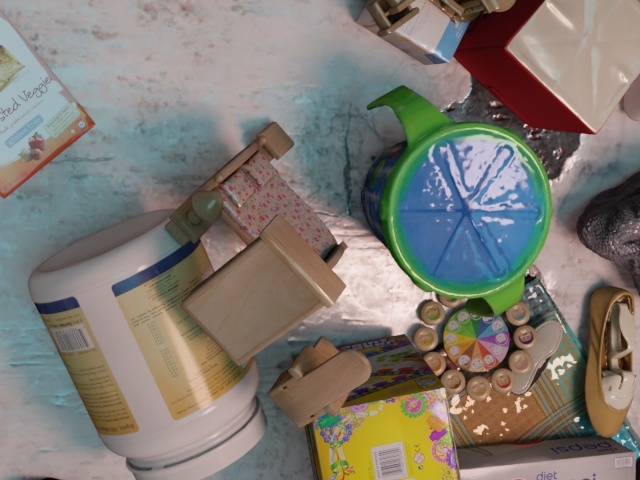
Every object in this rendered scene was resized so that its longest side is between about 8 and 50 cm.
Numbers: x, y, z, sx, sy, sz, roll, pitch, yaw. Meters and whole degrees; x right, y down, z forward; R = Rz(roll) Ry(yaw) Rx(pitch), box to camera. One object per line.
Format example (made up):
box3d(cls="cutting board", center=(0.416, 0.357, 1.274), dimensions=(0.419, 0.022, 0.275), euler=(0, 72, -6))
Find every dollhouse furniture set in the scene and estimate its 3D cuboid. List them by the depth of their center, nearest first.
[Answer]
box3d(cls="dollhouse furniture set", center=(0.000, 0.000, 1.455), dimensions=(0.303, 0.355, 0.174), euler=(48, 127, -7))
box3d(cls="dollhouse furniture set", center=(0.172, -0.310, 1.480), dimensions=(0.161, 0.182, 0.101), euler=(-38, 103, -12))

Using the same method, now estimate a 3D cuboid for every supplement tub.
box3d(cls="supplement tub", center=(-0.217, 0.141, 1.509), dimensions=(0.228, 0.228, 0.316), euler=(-25, 104, -11))

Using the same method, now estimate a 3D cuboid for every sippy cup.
box3d(cls="sippy cup", center=(0.165, -0.052, 1.591), dimensions=(0.240, 0.224, 0.305), euler=(5, 97, -17))

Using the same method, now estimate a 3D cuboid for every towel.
box3d(cls="towel", center=(0.322, 0.275, 1.779), dimensions=(0.271, 0.040, 0.370), euler=(-36, 105, -9))

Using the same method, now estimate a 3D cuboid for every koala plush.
box3d(cls="koala plush", center=(0.509, 0.024, 1.729), dimensions=(0.203, 0.196, 0.221), euler=(-26, 105, 1))

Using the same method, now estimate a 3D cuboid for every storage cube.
box3d(cls="storage cube", center=(0.332, -0.278, 1.623), dimensions=(0.215, 0.193, 0.183), euler=(40, 86, -18))

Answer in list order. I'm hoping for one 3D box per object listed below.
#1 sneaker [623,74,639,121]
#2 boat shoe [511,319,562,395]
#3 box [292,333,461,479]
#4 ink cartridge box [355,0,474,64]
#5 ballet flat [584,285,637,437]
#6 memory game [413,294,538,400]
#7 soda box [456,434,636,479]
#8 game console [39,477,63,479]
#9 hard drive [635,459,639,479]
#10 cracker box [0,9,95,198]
box3d(cls="sneaker", center=(0.537, -0.269, 1.748), dimensions=(0.094, 0.080, 0.212), euler=(23, 90, -29))
box3d(cls="boat shoe", center=(0.323, 0.178, 1.731), dimensions=(0.046, 0.038, 0.125), euler=(27, 83, 21))
box3d(cls="box", center=(0.080, 0.312, 1.580), dimensions=(0.177, 0.279, 0.289), euler=(-10, 100, -4))
box3d(cls="ink cartridge box", center=(0.125, -0.319, 1.611), dimensions=(0.143, 0.092, 0.089), euler=(28, 89, -18))
box3d(cls="ballet flat", center=(0.446, 0.184, 1.753), dimensions=(0.080, 0.073, 0.232), euler=(3, 82, -26))
box3d(cls="memory game", center=(0.231, 0.145, 1.711), dimensions=(0.186, 0.012, 0.186), euler=(0, 79, -1))
box3d(cls="soda box", center=(0.319, 0.356, 1.718), dimensions=(0.286, 0.098, 0.091), euler=(-3, 98, -14))
box3d(cls="game console", center=(-0.274, 0.465, 1.635), dimensions=(0.361, 0.044, 0.213), euler=(14, 94, -18))
box3d(cls="hard drive", center=(0.520, 0.478, 1.829), dimensions=(0.339, 0.064, 0.237), euler=(-37, 116, -9))
box3d(cls="cracker box", center=(-0.426, -0.192, 1.487), dimensions=(0.156, 0.067, 0.232), euler=(-41, 106, -7))
